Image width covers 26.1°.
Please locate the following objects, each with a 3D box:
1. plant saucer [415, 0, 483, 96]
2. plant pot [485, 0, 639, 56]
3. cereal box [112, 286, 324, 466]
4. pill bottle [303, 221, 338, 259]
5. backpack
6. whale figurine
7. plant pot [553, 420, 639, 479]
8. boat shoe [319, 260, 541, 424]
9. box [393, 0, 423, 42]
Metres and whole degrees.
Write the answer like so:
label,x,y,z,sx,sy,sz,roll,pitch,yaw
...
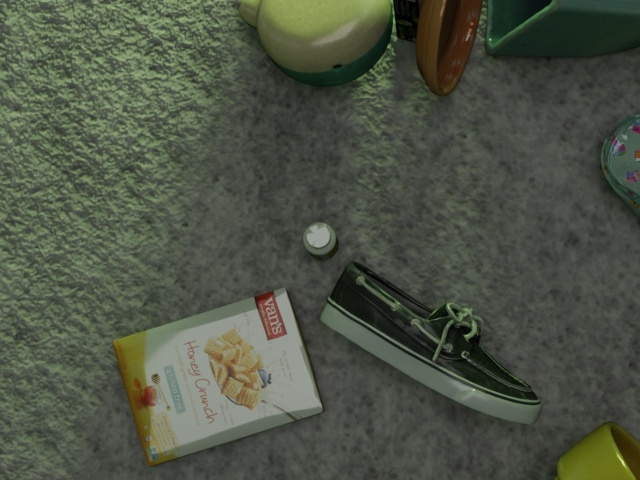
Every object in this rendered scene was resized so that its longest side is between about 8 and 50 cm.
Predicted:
label,x,y,z,sx,sy,sz,roll,pitch,yaw
plant saucer,0.165,-0.285,1.770,0.037,0.200,0.200,16,83,17
plant pot,0.374,-0.365,1.751,0.252,0.248,0.247,6,82,-13
cereal box,-0.132,0.177,1.799,0.240,0.047,0.173,-18,81,1
pill bottle,0.000,0.000,1.796,0.043,0.083,0.043,0,82,3
backpack,0.446,-0.087,1.764,0.182,0.115,0.152,38,89,11
whale figurine,0.000,-0.322,1.834,0.216,0.141,0.272,-19,57,6
plant pot,0.330,0.386,1.652,0.239,0.254,0.254,-39,81,13
boat shoe,0.153,0.125,1.755,0.306,0.113,0.105,29,99,16
box,0.127,-0.337,1.772,0.036,0.207,0.114,16,83,7
